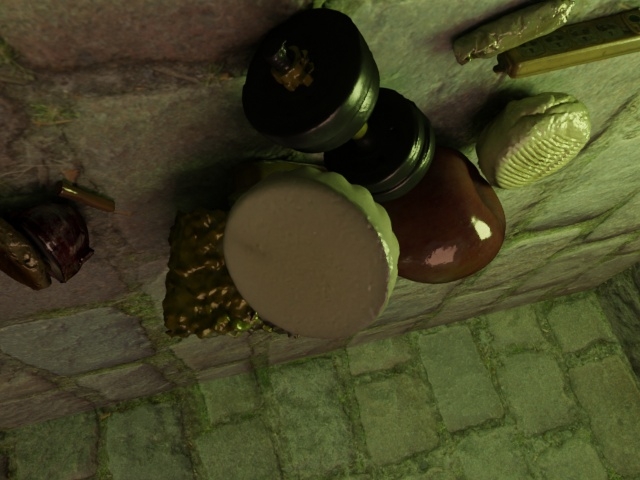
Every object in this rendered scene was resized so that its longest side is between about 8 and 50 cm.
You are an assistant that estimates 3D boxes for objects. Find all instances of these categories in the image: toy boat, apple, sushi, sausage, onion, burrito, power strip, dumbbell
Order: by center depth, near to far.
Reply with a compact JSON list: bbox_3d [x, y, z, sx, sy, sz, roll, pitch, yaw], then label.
[{"bbox_3d":[0.040,-0.181,0.767,0.185,0.185,0.388,-26,155,22],"label":"dumbbell"},{"bbox_3d":[0.293,-0.319,0.794,0.188,0.045,0.058,-23,163,10],"label":"burrito"},{"bbox_3d":[0.429,-0.323,0.849,0.305,0.064,0.044,-14,150,-5],"label":"power strip"},{"bbox_3d":[-0.407,-0.074,0.908,0.026,0.026,0.116,-25,156,20],"label":"sausage"},{"bbox_3d":[-0.469,-0.012,0.921,0.098,0.151,0.206,-47,-174,-31],"label":"onion"},{"bbox_3d":[-0.122,0.070,1.031,0.351,0.240,0.396,3,175,-12],"label":"sushi"},{"bbox_3d":[-0.037,-0.092,1.033,0.321,0.089,0.121,1,160,-34],"label":"toy boat"},{"bbox_3d":[0.231,-0.044,1.061,0.235,0.306,0.305,-32,153,30],"label":"apple"}]

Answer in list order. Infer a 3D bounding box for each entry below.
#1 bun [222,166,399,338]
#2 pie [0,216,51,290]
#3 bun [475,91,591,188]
[{"bbox_3d":[0.000,0.000,0.780,0.263,0.263,0.175,-32,-168,33],"label":"bun"},{"bbox_3d":[-0.532,0.017,0.883,0.195,0.046,0.195,24,148,16],"label":"pie"},{"bbox_3d":[0.400,-0.205,1.011,0.220,0.134,0.220,-14,150,-8],"label":"bun"}]
